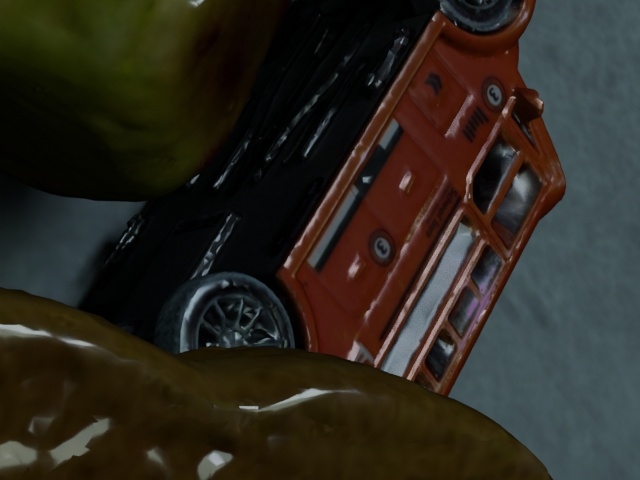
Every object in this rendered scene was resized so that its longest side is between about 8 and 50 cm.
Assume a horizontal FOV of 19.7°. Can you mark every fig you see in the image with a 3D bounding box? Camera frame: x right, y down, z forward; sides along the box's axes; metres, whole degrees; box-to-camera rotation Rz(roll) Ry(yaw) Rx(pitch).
[{"bbox_3d":[-0.089,-0.087,0.554,0.165,0.144,0.154,-3,91,-17],"label":"fig"}]

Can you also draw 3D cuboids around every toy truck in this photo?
[{"bbox_3d":[0.000,0.000,0.615,0.114,0.107,0.253,48,54,-24],"label":"toy truck"}]

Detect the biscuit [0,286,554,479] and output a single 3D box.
[{"bbox_3d":[-0.038,0.179,0.485,0.381,0.074,0.359,-7,103,-34],"label":"biscuit"}]
